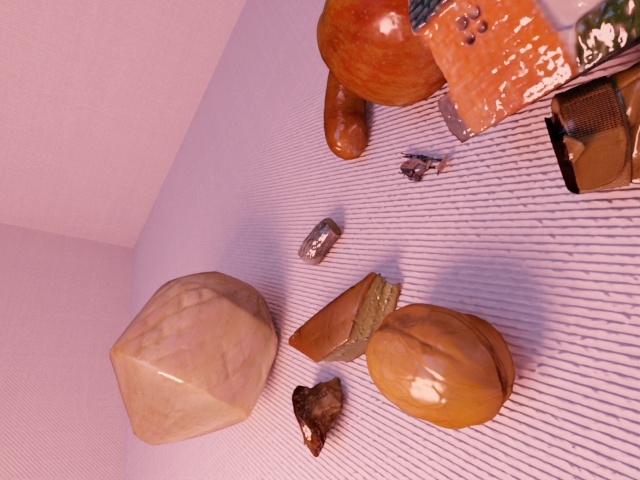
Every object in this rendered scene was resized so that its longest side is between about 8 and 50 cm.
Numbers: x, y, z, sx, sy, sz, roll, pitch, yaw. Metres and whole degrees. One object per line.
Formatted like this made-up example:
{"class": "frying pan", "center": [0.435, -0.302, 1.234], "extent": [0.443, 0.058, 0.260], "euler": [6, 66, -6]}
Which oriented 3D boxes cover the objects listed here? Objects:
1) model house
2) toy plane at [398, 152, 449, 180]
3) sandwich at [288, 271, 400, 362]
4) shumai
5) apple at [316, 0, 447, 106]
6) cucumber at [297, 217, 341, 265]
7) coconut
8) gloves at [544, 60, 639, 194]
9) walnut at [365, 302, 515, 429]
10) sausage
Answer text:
{"class": "model house", "center": [0.226, -0.307, 0.452], "extent": [0.301, 0.190, 0.271], "euler": [55, 146, -5]}
{"class": "toy plane", "center": [0.181, -0.134, 0.725], "extent": [0.120, 0.031, 0.049], "euler": [24, 89, 58]}
{"class": "sandwich", "center": [0.045, 0.166, 0.744], "extent": [0.258, 0.094, 0.096], "euler": [-45, 43, 34]}
{"class": "shumai", "center": [-0.004, 0.337, 0.763], "extent": [0.105, 0.139, 0.123], "euler": [-15, 94, 19]}
{"class": "apple", "center": [0.115, -0.378, 0.663], "extent": [0.309, 0.249, 0.278], "euler": [88, -160, -49]}
{"class": "cucumber", "center": [-0.001, 0.002, 0.901], "extent": [0.112, 0.064, 0.064], "euler": [-54, 39, 25]}
{"class": "coconut", "center": [-0.310, 0.286, 0.986], "extent": [0.415, 0.344, 0.415], "euler": [-51, 14, 18]}
{"class": "gloves", "center": [0.380, -0.143, 0.347], "extent": [0.331, 0.141, 0.154], "euler": [-21, 72, 40]}
{"class": "walnut", "center": [0.153, 0.163, 0.539], "extent": [0.206, 0.159, 0.159], "euler": [-2, 76, 54]}
{"class": "sausage", "center": [0.059, -0.309, 0.903], "extent": [0.108, 0.108, 0.271], "euler": [-17, 64, 51]}
